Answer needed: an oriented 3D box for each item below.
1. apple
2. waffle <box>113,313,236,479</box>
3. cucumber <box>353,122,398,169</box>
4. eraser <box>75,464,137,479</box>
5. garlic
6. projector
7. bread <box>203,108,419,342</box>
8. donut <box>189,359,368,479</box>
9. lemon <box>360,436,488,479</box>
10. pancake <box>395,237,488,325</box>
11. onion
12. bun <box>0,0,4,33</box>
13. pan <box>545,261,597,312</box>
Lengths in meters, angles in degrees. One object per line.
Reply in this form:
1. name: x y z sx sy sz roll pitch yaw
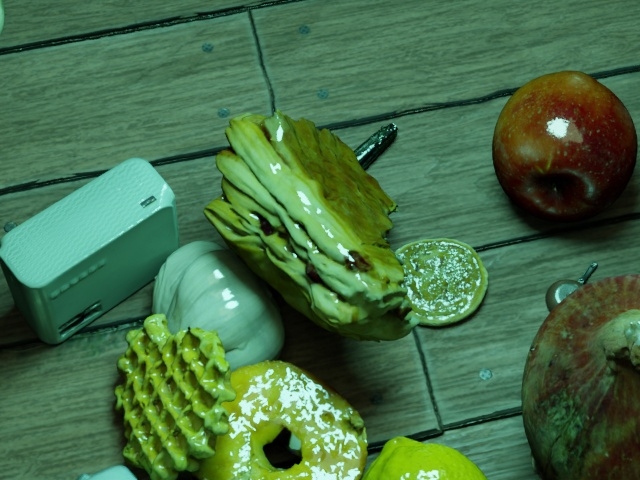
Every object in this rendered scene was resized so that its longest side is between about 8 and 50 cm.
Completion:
1. apple: 0.368 -0.141 1.957 0.218 0.218 0.201 21 57 9
2. waffle: -0.200 0.202 1.761 0.056 0.253 0.249 15 55 -37
3. cucumber: 0.072 -0.138 2.049 0.033 0.034 0.135 42 69 13
4. eraser: -0.259 0.409 1.630 0.189 0.104 0.290 -34 28 -19
5. garlic: -0.152 0.095 1.864 0.178 0.143 0.229 -35 70 -17
6. projector: -0.330 0.015 1.868 0.250 0.198 0.108 -36 69 -19
7. bread: 0.000 0.000 1.843 0.191 0.314 0.370 -43 68 16
8. donut: -0.059 0.291 1.776 0.253 0.118 0.254 1 65 -2
9. lemon: 0.145 0.380 1.687 0.204 0.204 0.260 -16 68 -9
10. pancake: 0.174 0.059 1.950 0.158 0.028 0.158 -1 63 2
11. onion: 0.437 0.218 1.733 0.353 0.354 0.354 0 62 -1
12. bun: -0.612 -0.385 2.113 0.178 0.128 0.193 -11 65 -8
13. pan: 0.388 0.070 1.952 0.068 0.023 0.115 33 67 16
